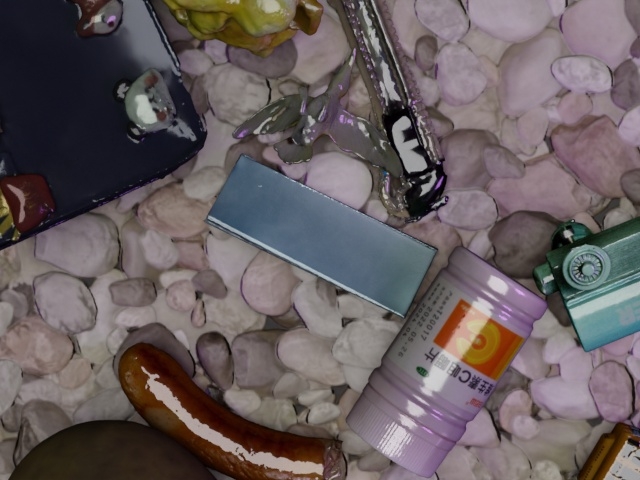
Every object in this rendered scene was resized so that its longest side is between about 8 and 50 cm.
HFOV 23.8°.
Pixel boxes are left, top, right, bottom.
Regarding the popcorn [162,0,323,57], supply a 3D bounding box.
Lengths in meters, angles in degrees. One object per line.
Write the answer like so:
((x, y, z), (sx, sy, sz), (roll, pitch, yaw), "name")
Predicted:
((-0.101, -0.323, 1.744), (0.266, 0.233, 0.192), (40, 88, 29), "popcorn")

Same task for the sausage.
((-0.116, 0.226, 1.832), (0.302, 0.076, 0.103), (27, 86, 2), "sausage")

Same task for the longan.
((-0.235, 0.368, 1.748), (0.319, 0.319, 0.319), (0, 91, 5), "longan")

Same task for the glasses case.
((0.000, 0.000, 1.836), (0.266, 0.056, 0.105), (26, 69, 4), "glasses case")

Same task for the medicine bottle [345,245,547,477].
((0.146, 0.141, 1.780), (0.133, 0.133, 0.250), (35, 94, 3), "medicine bottle")

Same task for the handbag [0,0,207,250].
((-0.327, -0.172, 1.759), (0.329, 0.122, 0.303), (-25, 90, -21), "handbag")

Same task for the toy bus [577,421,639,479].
((0.349, 0.313, 1.785), (0.114, 0.098, 0.201), (29, 95, 3), "toy bus")

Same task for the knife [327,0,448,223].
((0.069, -0.199, 1.822), (0.089, 0.043, 0.365), (-18, 89, 6), "knife")

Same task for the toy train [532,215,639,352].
((0.379, 0.035, 1.784), (0.248, 0.101, 0.159), (-21, 105, 5), "toy train")

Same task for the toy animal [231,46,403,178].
((0.009, -0.156, 1.786), (0.219, 0.095, 0.155), (23, 98, 16), "toy animal")
